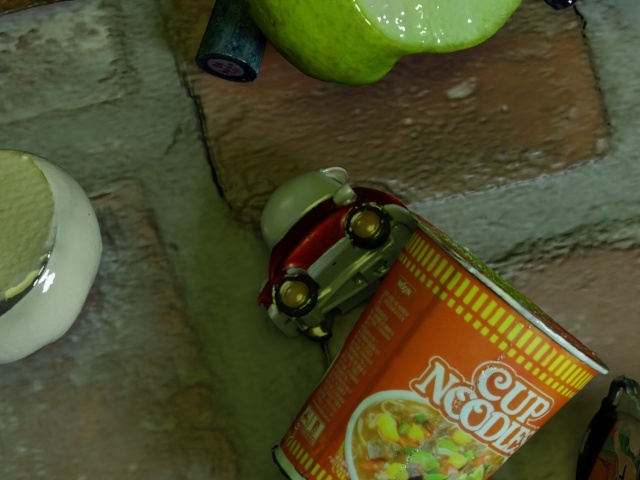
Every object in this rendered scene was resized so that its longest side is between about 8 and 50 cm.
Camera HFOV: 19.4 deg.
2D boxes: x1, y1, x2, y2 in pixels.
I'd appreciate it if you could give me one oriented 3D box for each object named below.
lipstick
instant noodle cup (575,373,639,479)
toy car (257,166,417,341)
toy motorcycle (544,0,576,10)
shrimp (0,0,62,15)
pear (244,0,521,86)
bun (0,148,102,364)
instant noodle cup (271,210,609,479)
[{"bbox_3d":[-0.049,-0.246,1.572,0.053,0.053,0.234,14,70,3],"label":"lipstick"},{"bbox_3d":[0.283,0.203,1.403,0.126,0.177,0.208,-4,106,-18],"label":"instant noodle cup"},{"bbox_3d":[0.000,0.000,1.481,0.139,0.112,0.112,-38,64,-1],"label":"toy car"},{"bbox_3d":[0.262,-0.280,1.545,0.082,0.122,0.213,41,76,-23],"label":"toy motorcycle"},{"bbox_3d":[-0.270,-0.296,1.505,0.365,0.071,0.233,-18,101,-23],"label":"shrimp"},{"bbox_3d":[0.046,-0.261,1.503,0.286,0.176,0.281,8,90,-38],"label":"pear"},{"bbox_3d":[-0.244,0.020,1.455,0.173,0.120,0.172,-11,58,18],"label":"bun"},{"bbox_3d":[0.075,0.116,1.402,0.193,0.193,0.212,40,95,9],"label":"instant noodle cup"}]
